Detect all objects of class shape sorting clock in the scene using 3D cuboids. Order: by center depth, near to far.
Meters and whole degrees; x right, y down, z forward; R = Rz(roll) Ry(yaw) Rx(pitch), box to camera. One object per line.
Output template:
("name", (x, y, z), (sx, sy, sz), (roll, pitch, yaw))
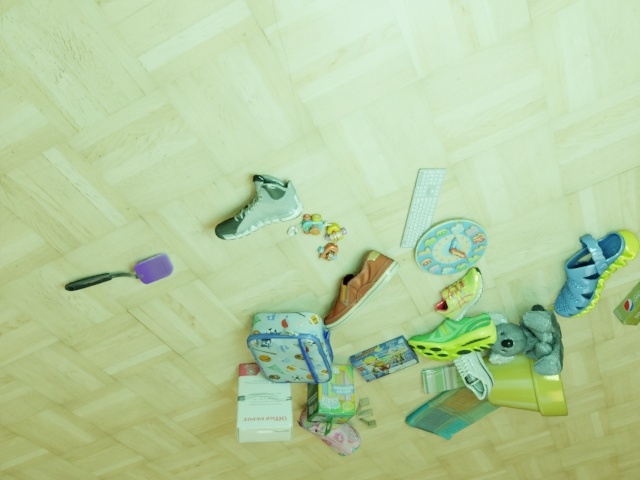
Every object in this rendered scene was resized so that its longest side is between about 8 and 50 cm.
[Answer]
("shape sorting clock", (0.367, 0.024, 1.393), (0.206, 0.040, 0.206), (-6, 129, -7))

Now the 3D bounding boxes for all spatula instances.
("spatula", (-0.549, 0.099, 1.354), (0.296, 0.030, 0.084), (-11, 132, 2))

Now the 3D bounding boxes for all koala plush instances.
("koala plush", (0.627, 0.310, 1.558), (0.221, 0.203, 0.196), (-13, 88, 31))

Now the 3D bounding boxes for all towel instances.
("towel", (0.446, 0.501, 1.809), (0.152, 0.023, 0.113), (-12, 119, 0))
("towel", (0.546, 0.657, 1.950), (0.271, 0.040, 0.370), (30, 120, -28))

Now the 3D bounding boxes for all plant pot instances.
("plant pot", (0.687, 0.466, 1.691), (0.239, 0.254, 0.254), (-11, 132, 23))

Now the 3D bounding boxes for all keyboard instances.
("keyboard", (0.270, -0.079, 1.319), (0.072, 0.014, 0.256), (0, 130, -7))

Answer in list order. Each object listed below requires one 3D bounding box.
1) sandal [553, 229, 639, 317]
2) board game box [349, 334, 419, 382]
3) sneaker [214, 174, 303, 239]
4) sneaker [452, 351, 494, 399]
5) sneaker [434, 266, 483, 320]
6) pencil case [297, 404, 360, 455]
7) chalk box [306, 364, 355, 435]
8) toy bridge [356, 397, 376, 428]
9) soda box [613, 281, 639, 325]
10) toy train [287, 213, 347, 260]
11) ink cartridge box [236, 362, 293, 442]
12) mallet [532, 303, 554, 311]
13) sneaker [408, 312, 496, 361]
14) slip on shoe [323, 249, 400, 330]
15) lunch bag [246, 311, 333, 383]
("sandal", (0.773, 0.093, 1.464), (0.138, 0.126, 0.317), (13, 119, -13))
("board game box", (0.220, 0.408, 1.704), (0.201, 0.035, 0.136), (-25, 128, 14))
("sneaker", (-0.165, -0.094, 1.217), (0.229, 0.086, 0.132), (-20, 125, -4))
("sneaker", (0.479, 0.405, 1.631), (0.235, 0.095, 0.090), (52, 126, 9))
("sneaker", (0.412, 0.161, 1.495), (0.094, 0.081, 0.208), (15, 125, -9))
("pencil case", (0.037, 0.716, 1.884), (0.124, 0.124, 0.284), (-29, 128, 16))
("chalk box", (0.034, 0.532, 1.652), (0.132, 0.213, 0.132), (9, 146, -16))
("toy bridge", (0.170, 0.669, 1.921), (0.063, 0.026, 0.188), (-13, 130, 6))
("soda box", (1.039, 0.194, 1.613), (0.061, 0.058, 0.181), (7, 129, -13))
("toy train", (0.000, 0.000, 1.330), (0.166, 0.046, 0.125), (31, 119, -29))
("ink cartridge box", (-0.181, 0.522, 1.617), (0.172, 0.237, 0.100), (0, 130, -7))
("mallet", (0.775, 0.206, 1.610), (0.190, 0.039, 0.062), (-27, 125, 9))
("sneaker", (0.423, 0.306, 1.597), (0.295, 0.123, 0.109), (-21, 124, 34))
("slip on shoe", (0.098, 0.146, 1.438), (0.101, 0.123, 0.331), (42, 128, 6))
("lunch bag", (-0.080, 0.331, 1.520), (0.243, 0.115, 0.303), (-1, 139, 13))
